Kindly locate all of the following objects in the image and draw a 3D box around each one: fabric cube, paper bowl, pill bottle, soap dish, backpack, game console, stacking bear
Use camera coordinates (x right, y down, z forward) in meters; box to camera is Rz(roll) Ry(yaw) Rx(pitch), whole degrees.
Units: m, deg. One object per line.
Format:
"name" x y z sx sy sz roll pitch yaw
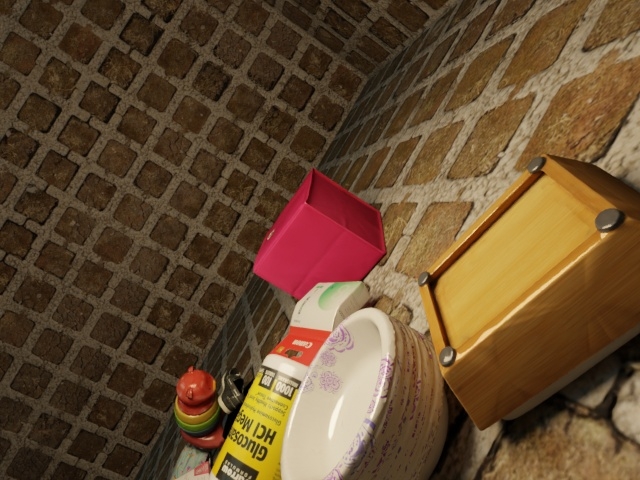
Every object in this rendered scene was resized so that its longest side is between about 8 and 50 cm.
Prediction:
"fabric cube" 0.000 0.000 1.200 0.258 0.259 0.254 -52 14 27
"paper bowl" 0.072 0.255 0.623 0.284 0.148 0.284 -54 15 21
"pill bottle" -0.090 0.405 0.799 0.334 0.187 0.188 -65 14 -21
"soap dish" 0.246 0.046 0.505 0.291 0.118 0.229 -51 15 26
"backpack" -0.437 0.782 1.415 0.152 0.115 0.182 -56 11 26
"game console" -0.255 0.599 1.306 0.213 0.043 0.361 -55 13 25
"stacking bear" -0.398 0.532 1.387 0.175 0.164 0.289 -96 9 -49

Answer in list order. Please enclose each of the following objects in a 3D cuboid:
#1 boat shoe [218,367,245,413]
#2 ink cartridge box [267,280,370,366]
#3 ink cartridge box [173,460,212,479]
"boat shoe" -0.281 0.487 1.412 0.079 0.084 0.233 -41 11 -1
"ink cartridge box" -0.016 0.181 0.971 0.224 0.056 0.181 -39 16 -31
"ink cartridge box" -0.395 0.739 1.171 0.217 0.092 0.158 -23 4 -16
